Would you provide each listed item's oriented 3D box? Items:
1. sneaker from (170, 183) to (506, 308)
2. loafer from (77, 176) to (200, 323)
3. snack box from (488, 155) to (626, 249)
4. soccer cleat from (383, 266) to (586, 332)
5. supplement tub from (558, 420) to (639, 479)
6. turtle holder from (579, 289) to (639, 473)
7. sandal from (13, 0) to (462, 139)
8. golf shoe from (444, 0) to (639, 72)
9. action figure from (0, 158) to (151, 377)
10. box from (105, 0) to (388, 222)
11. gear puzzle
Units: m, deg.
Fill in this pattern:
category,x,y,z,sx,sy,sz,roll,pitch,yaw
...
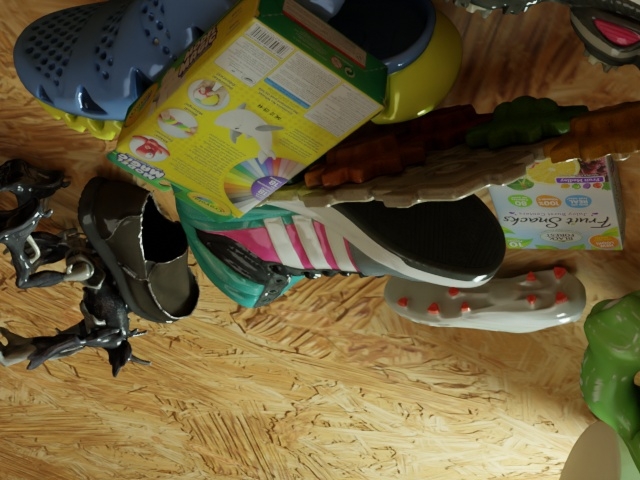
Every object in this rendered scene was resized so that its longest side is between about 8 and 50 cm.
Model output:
category,x,y,z,sx,sy,sz,roll,pitch,yaw
sneaker,0.000,0.000,0.944,0.296,0.123,0.178,22,146,2
loafer,-0.170,0.019,1.102,0.078,0.080,0.220,2,149,22
snack box,0.192,-0.043,0.877,0.100,0.037,0.141,2,149,23
soccer cleat,0.160,0.062,1.049,0.196,0.068,0.076,0,151,19
supplement tub,0.454,0.348,1.240,0.325,0.235,0.235,17,151,-4
turtle holder,0.405,0.152,0.973,0.320,0.243,0.227,47,141,23
sandal,-0.069,-0.154,0.730,0.317,0.126,0.138,-5,144,15
golf shoe,0.132,-0.185,0.625,0.273,0.105,0.120,20,124,-4
action figure,-0.279,0.046,1.128,0.141,0.164,0.275,-14,135,9
box,-0.053,-0.079,0.694,0.105,0.043,0.179,31,135,-27
gear puzzle,0.086,-0.068,0.718,0.339,0.175,0.044,2,111,52
